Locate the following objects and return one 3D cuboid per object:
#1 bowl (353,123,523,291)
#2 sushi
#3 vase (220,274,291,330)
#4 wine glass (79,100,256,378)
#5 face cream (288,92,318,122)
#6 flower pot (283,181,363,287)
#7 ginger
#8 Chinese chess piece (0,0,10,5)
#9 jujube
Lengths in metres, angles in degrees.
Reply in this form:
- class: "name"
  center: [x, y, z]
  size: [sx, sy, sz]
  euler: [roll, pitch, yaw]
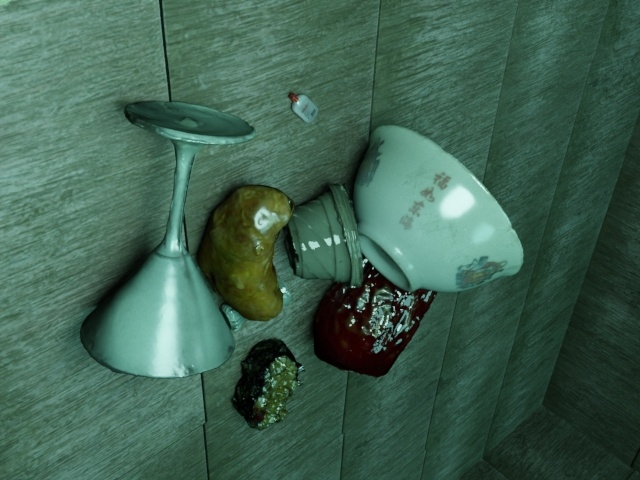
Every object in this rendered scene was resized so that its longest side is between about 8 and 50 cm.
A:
- class: "bowl"
  center: [0.198, -0.020, 1.530]
  size: [0.196, 0.435, 0.435]
  euler: [-44, 144, -12]
- class: "sushi"
  center: [-0.118, 0.346, 1.727]
  size: [0.147, 0.115, 0.212]
  euler: [0, 117, -49]
- class: "vase"
  center: [-0.145, 0.139, 1.564]
  size: [0.148, 0.081, 0.081]
  euler: [-28, 137, -27]
- class: "wine glass"
  center: [-0.243, -0.010, 1.195]
  size: [0.267, 0.267, 0.406]
  euler: [-9, 119, -46]
- class: "face cream"
  center: [-0.036, -0.264, 1.410]
  size: [0.040, 0.021, 0.083]
  euler: [-55, 145, 0]
- class: "flower pot"
  center: [0.000, 0.000, 1.525]
  size: [0.140, 0.235, 0.235]
  euler: [-12, 132, -11]
- class: "ginger"
  center: [-0.146, 0.023, 1.409]
  size: [0.165, 0.172, 0.321]
  euler: [-74, 174, -49]
- class: "Chinese chess piece"
  center: [-0.414, -0.334, 0.897]
  size: [0.084, 0.034, 0.084]
  euler: [-31, 139, -32]
- class: "jujube"
  center: [0.140, 0.167, 1.782]
  size: [0.377, 0.258, 0.258]
  euler: [-52, 145, 2]
